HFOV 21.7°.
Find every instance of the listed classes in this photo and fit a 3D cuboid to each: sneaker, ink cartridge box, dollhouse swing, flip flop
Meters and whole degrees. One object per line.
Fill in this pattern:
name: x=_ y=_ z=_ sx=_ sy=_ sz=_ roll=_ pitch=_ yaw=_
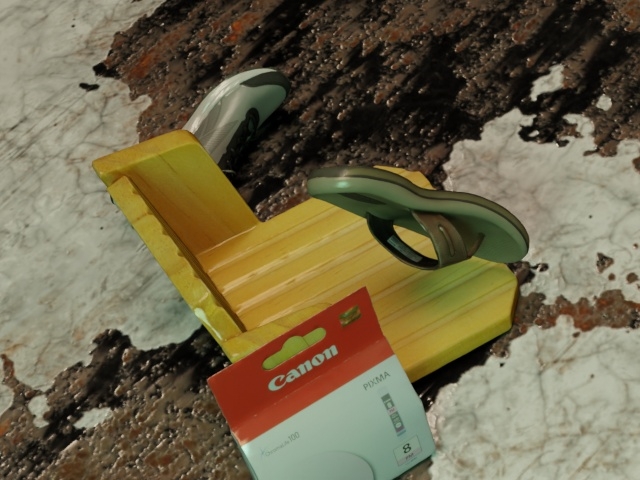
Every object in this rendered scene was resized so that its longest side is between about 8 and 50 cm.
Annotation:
sneaker: x=-0.131 y=-0.109 z=2.073 sx=0.108 sy=0.100 sz=0.271 roll=39 pitch=72 yaw=23
ink cartridge box: x=0.007 y=0.180 z=1.676 sx=0.189 sy=0.232 sz=0.066 roll=-31 pitch=50 yaw=-10
dollhouse swing: x=0.000 y=0.000 z=1.820 sx=0.305 sy=0.315 sz=0.347 roll=-37 pitch=49 yaw=-2
flip flop: x=0.102 y=-0.013 z=1.760 sx=0.112 sy=0.277 sz=0.080 roll=-15 pitch=64 yaw=48
